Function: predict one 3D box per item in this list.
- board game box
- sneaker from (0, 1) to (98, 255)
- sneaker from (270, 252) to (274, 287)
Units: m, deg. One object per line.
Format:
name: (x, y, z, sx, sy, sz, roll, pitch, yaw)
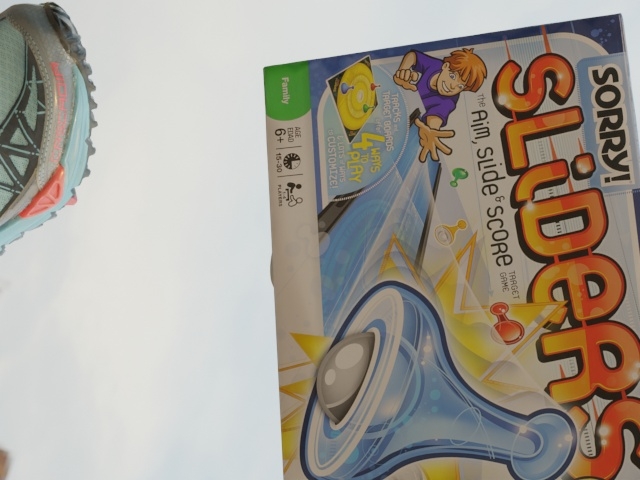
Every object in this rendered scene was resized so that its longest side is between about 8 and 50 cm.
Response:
board game box: (0.052, 0.026, 0.616, 0.136, 0.035, 0.201, -8, -110, 11)
sneaker: (-0.225, -0.034, 0.983, 0.262, 0.125, 0.104, -47, -120, 34)
sneaker: (0.000, 0.000, 1.451, 0.051, 0.070, 0.134, 3, -120, 23)
